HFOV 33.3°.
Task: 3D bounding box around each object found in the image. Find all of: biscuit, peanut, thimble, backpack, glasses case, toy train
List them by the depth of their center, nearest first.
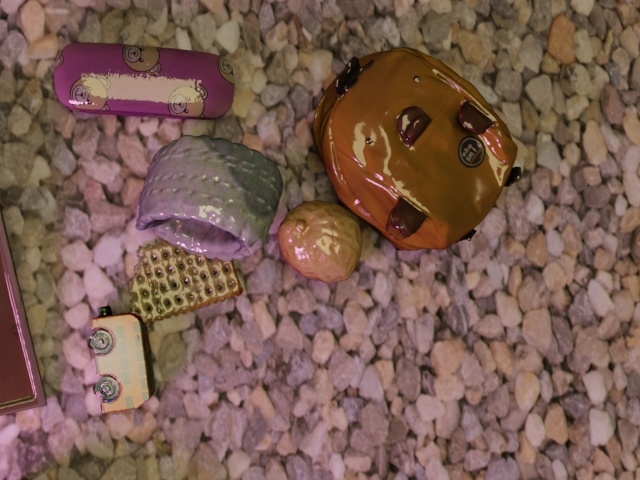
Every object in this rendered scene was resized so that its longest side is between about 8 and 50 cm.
[{"bbox_3d":[-0.196,-0.067,1.830,0.250,0.205,0.171,9,66,20],"label":"thimble"},{"bbox_3d":[-0.342,0.204,1.836,0.099,0.072,0.188,-7,89,-1],"label":"toy train"},{"bbox_3d":[-0.310,-0.282,1.901,0.317,0.076,0.123,2,83,-12],"label":"glasses case"},{"bbox_3d":[-0.250,0.060,1.908,0.203,0.016,0.144,-15,87,-14],"label":"biscuit"},{"bbox_3d":[0.000,0.000,1.920,0.159,0.109,0.140,20,66,-14],"label":"peanut"},{"bbox_3d":[0.165,-0.166,1.930,0.378,0.201,0.353,37,74,-9],"label":"backpack"}]

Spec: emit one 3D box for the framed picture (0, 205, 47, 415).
[{"bbox_3d":[-0.656,0.100,1.749,0.326,0.028,0.446,-12,102,-13],"label":"framed picture"}]
